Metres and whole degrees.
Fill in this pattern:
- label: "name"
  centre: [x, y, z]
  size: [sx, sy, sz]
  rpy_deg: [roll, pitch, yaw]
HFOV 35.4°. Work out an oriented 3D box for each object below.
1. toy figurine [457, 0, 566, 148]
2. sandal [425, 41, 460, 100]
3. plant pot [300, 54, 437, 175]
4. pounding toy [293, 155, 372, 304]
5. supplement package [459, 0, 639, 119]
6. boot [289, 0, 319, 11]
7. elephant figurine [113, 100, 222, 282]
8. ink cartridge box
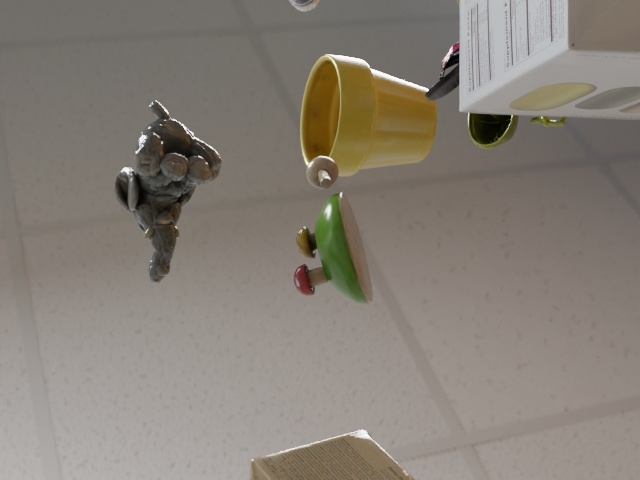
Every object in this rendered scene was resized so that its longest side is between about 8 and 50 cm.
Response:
- label: "toy figurine"
  centre: [0.369, -0.297, 1.774]
  size: [0.191, 0.217, 0.363]
  rpy_deg: [-8, -113, 23]
- label: "sandal"
  centre: [0.216, -0.278, 1.486]
  size: [0.040, 0.067, 0.179]
  rpy_deg: [44, -87, 10]
- label: "plant pot"
  centre: [0.108, -0.258, 2.135]
  size: [0.239, 0.254, 0.254]
  rpy_deg: [3, -138, -20]
- label: "pounding toy"
  centre: [0.000, 0.000, 1.589]
  size: [0.110, 0.237, 0.183]
  rpy_deg: [-15, -163, 8]
- label: "supplement package"
  centre: [0.253, -0.226, 0.872]
  size: [0.199, 0.262, 0.198]
  rpy_deg: [1, -93, -10]
- label: "boot"
  centre: [-0.049, -0.500, 1.767]
  size: [0.069, 0.086, 0.190]
  rpy_deg: [-19, -117, 14]
- label: "elephant figurine"
  centre: [-0.292, -0.083, 1.786]
  size: [0.169, 0.239, 0.186]
  rpy_deg: [28, -142, -3]
- label: "ink cartridge box"
  centre: [0.039, 0.366, 1.336]
  size: [0.193, 0.088, 0.234]
  rpy_deg: [-6, -154, -32]
